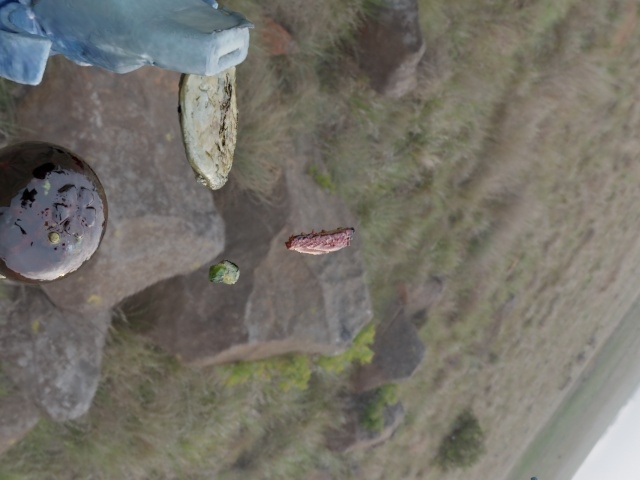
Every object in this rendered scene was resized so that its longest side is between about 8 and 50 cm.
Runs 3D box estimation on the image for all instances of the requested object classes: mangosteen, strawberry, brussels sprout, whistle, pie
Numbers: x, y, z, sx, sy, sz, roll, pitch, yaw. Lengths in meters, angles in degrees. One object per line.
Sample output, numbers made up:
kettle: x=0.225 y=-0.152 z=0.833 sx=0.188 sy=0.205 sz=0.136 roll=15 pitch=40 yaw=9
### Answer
mangosteen: x=-0.333 y=-0.030 z=0.847 sx=0.172 sy=0.184 sz=0.173 roll=6 pitch=81 yaw=-36
strawberry: x=0.000 y=0.003 z=1.400 sx=0.152 sy=0.103 sz=0.048 roll=-13 pitch=95 yaw=-33
brussels sprout: x=-0.201 y=0.065 z=1.521 sx=0.046 sy=0.051 sz=0.083 roll=-38 pitch=162 yaw=14
whistle: x=-0.168 y=-0.156 z=0.482 sx=0.180 sy=0.269 sz=0.093 roll=-38 pitch=145 yaw=-53
pie: x=-0.246 y=-0.274 z=1.684 sx=0.339 sy=0.077 sz=0.340 roll=3 pitch=90 yaw=-80

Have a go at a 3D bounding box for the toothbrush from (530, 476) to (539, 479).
toothbrush: x=0.466 y=0.533 z=1.397 sx=0.016 sy=0.219 sz=0.019 roll=-21 pitch=125 yaw=-10
